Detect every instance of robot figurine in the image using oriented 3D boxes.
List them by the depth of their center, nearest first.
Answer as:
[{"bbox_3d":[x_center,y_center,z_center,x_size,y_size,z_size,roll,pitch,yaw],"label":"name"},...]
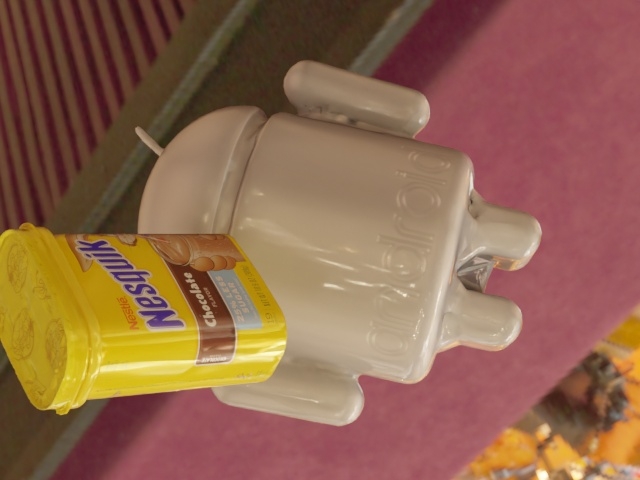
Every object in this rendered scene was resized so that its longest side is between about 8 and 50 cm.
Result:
[{"bbox_3d":[0.000,0.000,0.998,0.353,0.300,0.200,12,170,7],"label":"robot figurine"}]

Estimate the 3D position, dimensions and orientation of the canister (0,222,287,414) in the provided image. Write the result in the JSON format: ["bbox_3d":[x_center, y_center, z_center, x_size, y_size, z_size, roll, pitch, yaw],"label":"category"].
[{"bbox_3d":[-0.120,0.047,0.798,0.169,0.126,0.073,0,131,-39],"label":"canister"}]
